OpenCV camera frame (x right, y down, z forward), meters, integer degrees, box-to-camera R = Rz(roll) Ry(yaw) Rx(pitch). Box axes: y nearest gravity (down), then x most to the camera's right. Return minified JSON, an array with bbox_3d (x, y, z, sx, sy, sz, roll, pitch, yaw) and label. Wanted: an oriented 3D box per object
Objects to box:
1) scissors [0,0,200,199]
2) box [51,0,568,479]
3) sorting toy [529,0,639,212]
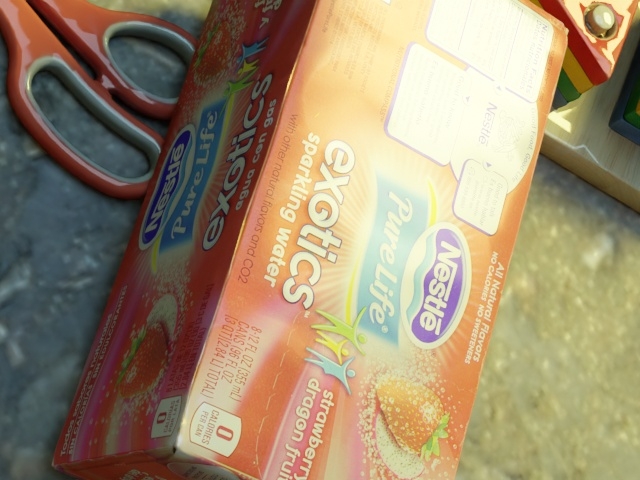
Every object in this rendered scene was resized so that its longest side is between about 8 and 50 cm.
[{"bbox_3d":[-0.181,-0.144,0.910,0.297,0.021,0.109,41,65,-11],"label":"scissors"},{"bbox_3d":[0.000,0.000,0.876,0.154,0.142,0.300,26,67,-25],"label":"box"},{"bbox_3d":[0.200,-0.169,1.048,0.255,0.089,0.257,29,67,-14],"label":"sorting toy"}]
